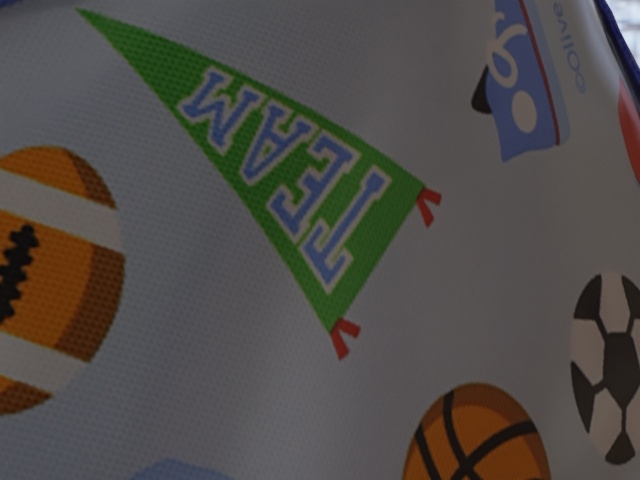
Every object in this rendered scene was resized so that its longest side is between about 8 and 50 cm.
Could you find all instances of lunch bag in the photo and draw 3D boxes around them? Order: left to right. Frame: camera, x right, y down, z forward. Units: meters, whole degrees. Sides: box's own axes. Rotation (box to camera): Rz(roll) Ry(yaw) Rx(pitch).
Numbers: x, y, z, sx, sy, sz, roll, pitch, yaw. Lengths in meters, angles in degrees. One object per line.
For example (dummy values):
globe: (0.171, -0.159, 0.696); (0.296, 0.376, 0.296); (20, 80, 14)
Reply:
lunch bag: (-0.053, 0.098, 0.438); (0.385, 0.239, 0.328); (-25, -85, -23)
